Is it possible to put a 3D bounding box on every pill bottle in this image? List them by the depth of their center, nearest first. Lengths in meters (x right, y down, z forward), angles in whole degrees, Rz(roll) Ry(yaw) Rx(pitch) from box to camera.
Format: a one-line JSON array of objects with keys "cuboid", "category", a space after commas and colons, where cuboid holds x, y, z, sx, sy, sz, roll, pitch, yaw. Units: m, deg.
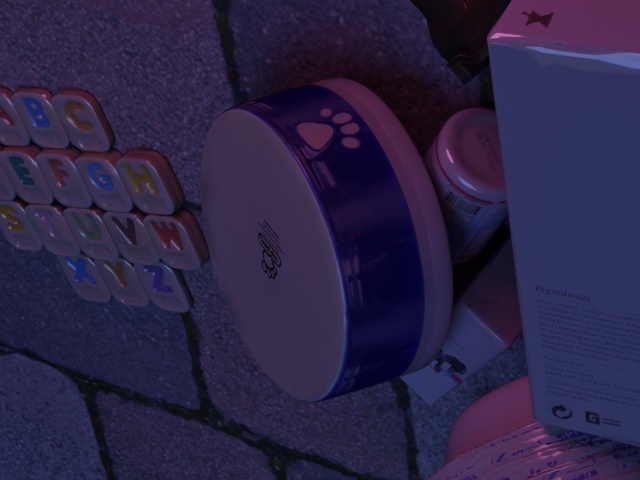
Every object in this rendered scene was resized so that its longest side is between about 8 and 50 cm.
[{"cuboid": [0.114, -0.035, 1.663, 0.087, 0.087, 0.160, 37, 144, 4], "category": "pill bottle"}]

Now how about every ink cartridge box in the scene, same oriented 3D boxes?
[{"cuboid": [0.126, 0.076, 1.753, 0.061, 0.104, 0.181, 43, 144, -2], "category": "ink cartridge box"}]

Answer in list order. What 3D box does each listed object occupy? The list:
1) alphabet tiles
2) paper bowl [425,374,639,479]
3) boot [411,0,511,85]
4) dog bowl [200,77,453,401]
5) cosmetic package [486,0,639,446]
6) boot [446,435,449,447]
[{"cuboid": [-0.245, -0.037, 2.030, 0.284, 0.021, 0.278, 6, 131, 38], "category": "alphabet tiles"}, {"cuboid": [0.216, 0.195, 1.635, 0.284, 0.284, 0.148, -49, 48, 53], "category": "paper bowl"}, {"cuboid": [0.111, -0.191, 1.481, 0.106, 0.082, 0.219, 49, 164, 2], "category": "boot"}, {"cuboid": [0.000, 0.000, 1.688, 0.265, 0.104, 0.265, 43, 142, 48], "category": "dog bowl"}, {"cuboid": [0.238, -0.053, 1.412, 0.156, 0.217, 0.385, 12, 140, 22], "category": "cosmetic package"}, {"cuboid": [0.201, 0.146, 1.799, 0.197, 0.077, 0.137, -1, 124, 25], "category": "boot"}]
